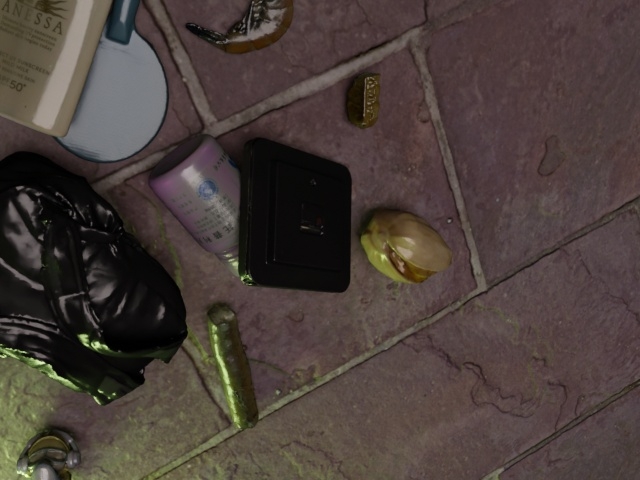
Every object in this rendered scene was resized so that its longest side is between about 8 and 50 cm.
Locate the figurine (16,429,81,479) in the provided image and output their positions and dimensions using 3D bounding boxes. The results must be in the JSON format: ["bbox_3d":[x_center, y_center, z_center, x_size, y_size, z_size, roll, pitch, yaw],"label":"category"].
[{"bbox_3d":[-0.560,0.495,1.122,0.128,0.184,0.208,0,147,-18],"label":"figurine"}]

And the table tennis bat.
[{"bbox_3d":[-0.363,-0.293,0.936,0.215,0.044,0.329,14,106,-21],"label":"table tennis bat"}]

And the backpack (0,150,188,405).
[{"bbox_3d":[-0.442,0.094,0.945,0.363,0.255,0.446,-43,122,6],"label":"backpack"}]

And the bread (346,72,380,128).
[{"bbox_3d":[0.087,-0.282,1.100,0.066,0.060,0.110,-2,114,-6],"label":"bread"}]

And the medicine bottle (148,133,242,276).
[{"bbox_3d":[-0.190,-0.061,1.028,0.152,0.152,0.254,-38,117,-3],"label":"medicine bottle"}]

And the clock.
[{"bbox_3d":[-0.033,-0.041,1.046,0.279,0.049,0.273,10,77,-45],"label":"clock"}]

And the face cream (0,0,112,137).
[{"bbox_3d":[-0.421,-0.352,0.844,0.173,0.081,0.348,24,98,0],"label":"face cream"}]

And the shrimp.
[{"bbox_3d":[-0.165,-0.454,0.943,0.198,0.051,0.262,-29,121,-7],"label":"shrimp"}]

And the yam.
[{"bbox_3d":[-0.194,0.287,1.212,0.071,0.067,0.317,-21,118,-27],"label":"yam"}]

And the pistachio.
[{"bbox_3d":[0.196,0.017,1.218,0.229,0.157,0.157,29,98,-33],"label":"pistachio"}]
